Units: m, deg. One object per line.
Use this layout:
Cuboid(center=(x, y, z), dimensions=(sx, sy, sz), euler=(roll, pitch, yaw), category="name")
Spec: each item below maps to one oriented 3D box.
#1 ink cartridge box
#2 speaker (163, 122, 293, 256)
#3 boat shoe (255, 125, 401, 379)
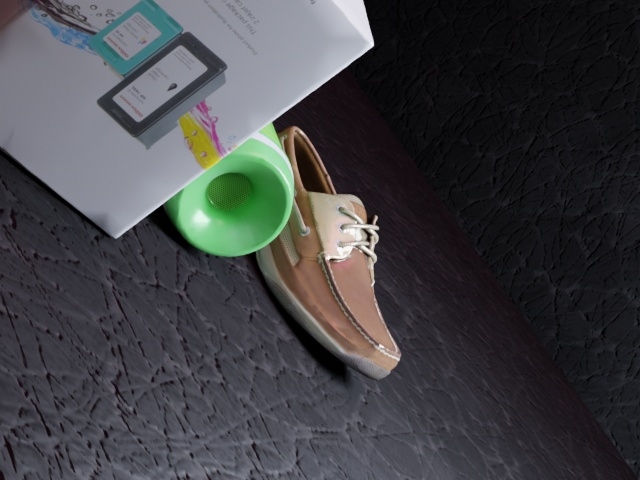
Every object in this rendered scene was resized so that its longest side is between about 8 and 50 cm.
Cuboid(center=(-0.132, -0.183, 0.963), dimensions=(0.197, 0.270, 0.198), euler=(43, 23, -31), category="ink cartridge box")
Cuboid(center=(-0.107, -0.107, 1.211), dimensions=(0.131, 0.131, 0.296), euler=(42, 15, -31), category="speaker")
Cuboid(center=(0.000, 0.000, 1.280), dimensions=(0.123, 0.116, 0.324), euler=(31, 22, -55), category="boat shoe")
